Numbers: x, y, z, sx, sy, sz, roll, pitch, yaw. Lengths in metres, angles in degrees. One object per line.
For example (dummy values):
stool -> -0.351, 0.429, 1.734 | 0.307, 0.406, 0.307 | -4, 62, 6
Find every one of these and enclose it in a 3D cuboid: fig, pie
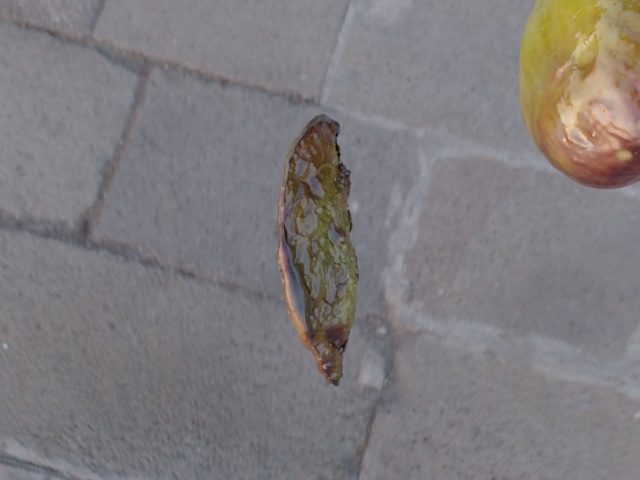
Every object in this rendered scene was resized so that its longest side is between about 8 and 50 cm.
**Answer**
fig -> 0.204, -0.157, 0.914 | 0.159, 0.159, 0.257 | -20, 59, -9
pie -> -0.001, -0.002, 0.825 | 0.033, 0.088, 0.191 | -9, 74, 29
